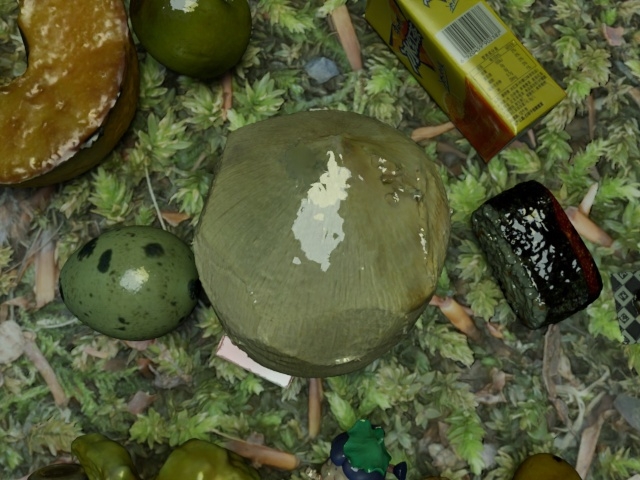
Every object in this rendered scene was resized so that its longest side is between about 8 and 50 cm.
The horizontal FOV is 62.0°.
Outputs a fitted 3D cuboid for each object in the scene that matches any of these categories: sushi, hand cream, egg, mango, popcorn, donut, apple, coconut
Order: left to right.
[{"bbox_3d":[-0.506,-0.256,0.880,0.435,0.163,0.378,-11,83,-3],"label":"donut"},{"bbox_3d":[-0.410,0.453,0.813,0.084,0.084,0.203,4,88,1],"label":"hand cream"},{"bbox_3d":[-0.294,0.064,0.818,0.228,0.177,0.177,2,81,15],"label":"egg"},{"bbox_3d":[-0.205,0.431,0.732,0.326,0.290,0.321,-48,42,20],"label":"popcorn"},{"bbox_3d":[-0.205,-0.365,0.869,0.157,0.196,0.196,-23,80,33],"label":"apple"},{"bbox_3d":[0.000,0.000,0.712,0.346,0.360,0.346,1,64,-1],"label":"coconut"},{"bbox_3d":[0.332,0.026,0.837,0.126,0.136,0.225,-31,89,-1],"label":"sushi"},{"bbox_3d":[0.344,0.429,0.782,0.136,0.099,0.227,-2,82,-34],"label":"mango"},{"bbox_3d":[0.552,0.105,0.874,0.126,0.026,0.120,-8,82,0],"label":"sushi"}]

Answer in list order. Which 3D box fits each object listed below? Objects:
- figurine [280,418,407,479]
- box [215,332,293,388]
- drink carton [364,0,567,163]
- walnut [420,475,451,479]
[{"bbox_3d":[0.027,0.354,0.805,0.195,0.111,0.102,-43,123,10],"label":"figurine"},{"bbox_3d":[-0.095,0.183,0.839,0.125,0.089,0.043,24,83,5],"label":"box"},{"bbox_3d":[0.221,-0.310,0.877,0.111,0.154,0.351,-38,83,-5],"label":"drink carton"},{"bbox_3d":[0.220,0.410,0.775,0.170,0.143,0.069,44,74,6],"label":"walnut"}]
